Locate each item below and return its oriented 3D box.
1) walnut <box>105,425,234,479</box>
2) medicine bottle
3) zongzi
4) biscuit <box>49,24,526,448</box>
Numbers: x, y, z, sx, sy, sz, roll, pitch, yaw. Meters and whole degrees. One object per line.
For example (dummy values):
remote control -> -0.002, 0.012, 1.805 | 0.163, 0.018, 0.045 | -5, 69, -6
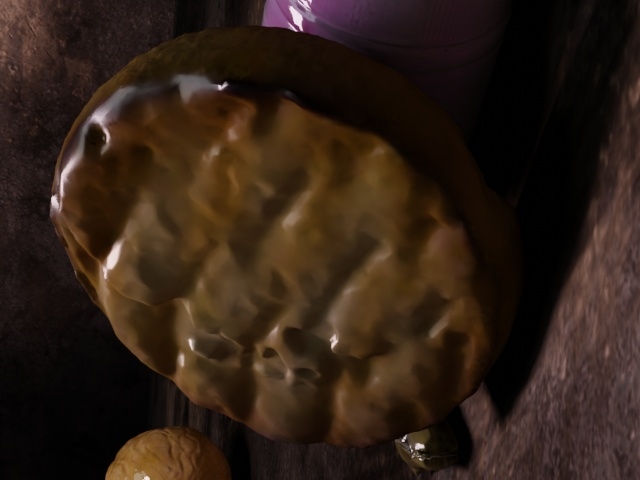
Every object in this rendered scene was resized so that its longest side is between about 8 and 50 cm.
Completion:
walnut -> -0.193, 0.336, 2.037 | 0.226, 0.193, 0.193 | -169, 81, -79
medicine bottle -> 0.035, -0.116, 1.015 | 0.254, 0.152, 0.152 | 104, 164, -46
zongzi -> 0.073, 0.151, 1.091 | 0.076, 0.040, 0.083 | -120, 21, -58
biscuit -> -0.019, -0.002, 0.966 | 0.102, 0.296, 0.296 | -61, -12, -45
